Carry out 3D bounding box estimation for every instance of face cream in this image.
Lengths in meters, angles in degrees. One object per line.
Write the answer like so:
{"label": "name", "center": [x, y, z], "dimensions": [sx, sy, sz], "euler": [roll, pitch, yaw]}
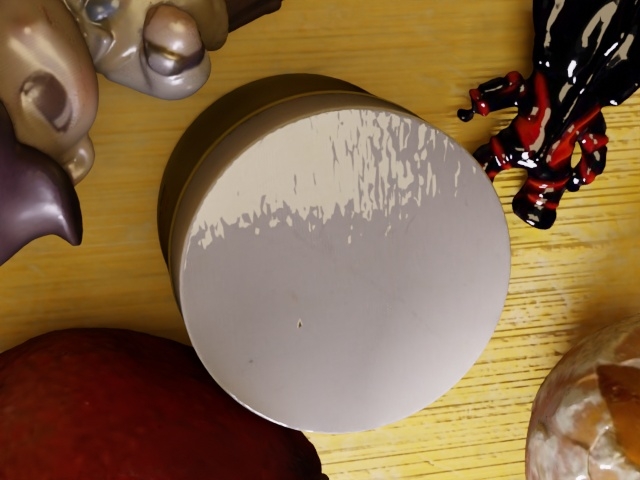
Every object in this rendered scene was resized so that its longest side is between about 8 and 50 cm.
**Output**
{"label": "face cream", "center": [0.000, 0.000, 0.794], "dimensions": [0.218, 0.179, 0.218], "euler": [-3, 106, -12]}

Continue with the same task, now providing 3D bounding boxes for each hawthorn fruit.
{"label": "hawthorn fruit", "center": [-0.121, 0.195, 0.792], "dimensions": [0.307, 0.265, 0.265], "euler": [8, 104, -37]}

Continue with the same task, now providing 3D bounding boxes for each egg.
{"label": "egg", "center": [0.256, 0.172, 0.898], "dimensions": [0.195, 0.195, 0.233], "euler": [22, 93, -18]}

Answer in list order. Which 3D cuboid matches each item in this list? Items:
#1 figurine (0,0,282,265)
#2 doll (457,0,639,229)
{"label": "figurine", "center": [-0.172, -0.119, 0.708], "dimensions": [0.365, 0.206, 0.218], "euler": [-28, 118, -6]}
{"label": "doll", "center": [0.194, -0.133, 0.861], "dimensions": [0.127, 0.088, 0.248], "euler": [11, 113, -37]}
